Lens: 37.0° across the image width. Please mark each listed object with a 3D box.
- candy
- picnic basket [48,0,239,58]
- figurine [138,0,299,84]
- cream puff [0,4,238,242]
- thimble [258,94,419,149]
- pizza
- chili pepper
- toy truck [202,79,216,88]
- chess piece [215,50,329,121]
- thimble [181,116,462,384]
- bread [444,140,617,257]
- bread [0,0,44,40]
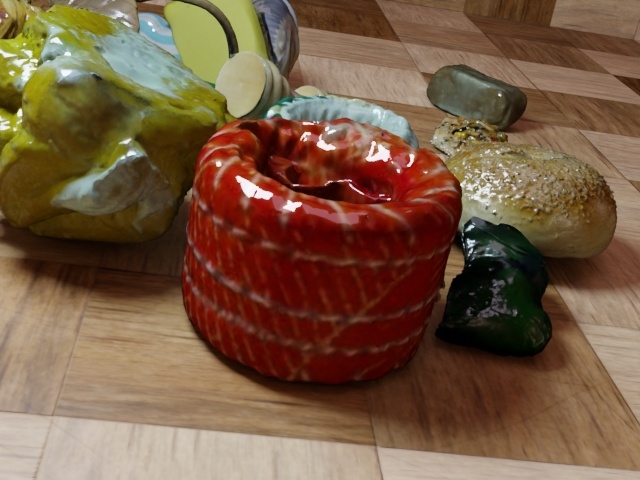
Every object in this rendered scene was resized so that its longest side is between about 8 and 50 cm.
[{"bbox_3d":[0.359,-0.333,2.212,0.104,0.102,0.234,-12,35,-41],"label":"candy"},{"bbox_3d":[-0.290,-0.295,1.619,0.337,0.293,0.337,2,32,-1],"label":"picnic basket"},{"bbox_3d":[-0.204,-0.407,2.038,0.361,0.266,0.378,2,10,18],"label":"figurine"},{"bbox_3d":[-0.316,-0.135,1.304,0.378,0.275,0.378,28,23,-13],"label":"cream puff"},{"bbox_3d":[0.024,-0.124,1.539,0.254,0.167,0.288,21,27,18],"label":"thimble"},{"bbox_3d":[0.303,-0.214,1.971,0.147,0.069,0.226,20,26,16],"label":"pizza"},{"bbox_3d":[0.251,0.053,1.302,0.148,0.116,0.264,17,25,8],"label":"chili pepper"},{"bbox_3d":[-0.266,-0.272,1.823,0.242,0.101,0.125,19,27,17],"label":"toy truck"},{"bbox_3d":[-0.019,-0.224,1.723,0.117,0.117,0.397,30,8,36],"label":"chess piece"},{"bbox_3d":[0.000,0.000,1.182,0.350,0.230,0.350,10,25,-5],"label":"thimble"},{"bbox_3d":[0.327,-0.070,1.532,0.305,0.159,0.305,10,19,-3],"label":"bread"},{"bbox_3d":[-0.577,-0.323,1.657,0.167,0.277,0.324,26,17,-25],"label":"bread"}]
